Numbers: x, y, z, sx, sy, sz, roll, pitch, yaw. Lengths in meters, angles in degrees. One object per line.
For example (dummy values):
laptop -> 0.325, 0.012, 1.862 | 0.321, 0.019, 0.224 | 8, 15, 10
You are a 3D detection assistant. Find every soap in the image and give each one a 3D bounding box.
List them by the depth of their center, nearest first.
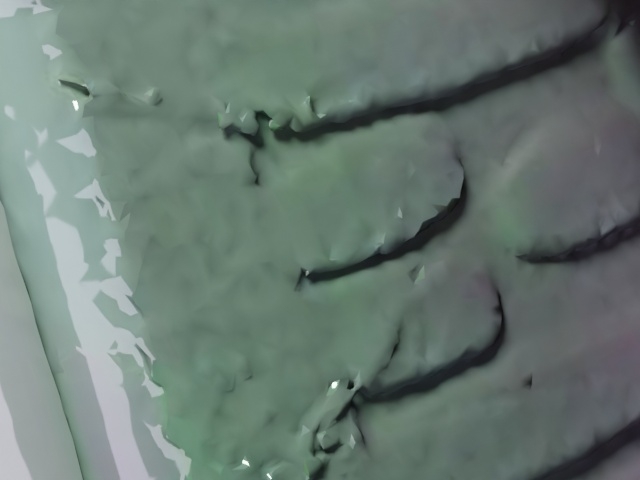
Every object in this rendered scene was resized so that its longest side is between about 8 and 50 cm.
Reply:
soap -> 0.000, 0.000, 0.576 | 0.156, 0.261, 0.446 | -7, 101, 51
